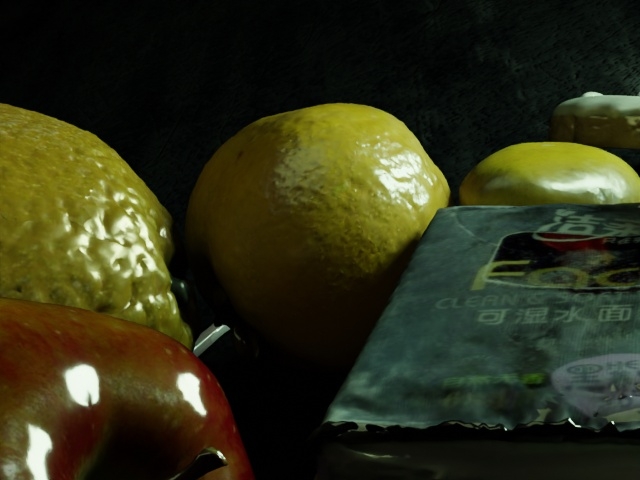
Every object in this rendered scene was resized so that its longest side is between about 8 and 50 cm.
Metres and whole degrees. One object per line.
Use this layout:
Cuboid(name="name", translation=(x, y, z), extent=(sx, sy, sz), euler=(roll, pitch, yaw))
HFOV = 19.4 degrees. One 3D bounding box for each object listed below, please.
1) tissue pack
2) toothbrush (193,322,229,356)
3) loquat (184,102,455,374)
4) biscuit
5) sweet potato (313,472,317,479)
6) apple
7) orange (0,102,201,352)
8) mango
Cuboid(name="tissue pack", translation=(0.161, 0.079, 1.125), extent=(0.259, 0.122, 0.361), euler=(0, 22, 16))
Cuboid(name="toothbrush", translation=(-0.115, 0.096, 1.470), extent=(0.014, 0.017, 0.194), euler=(5, 26, 33))
Cuboid(name="loquat", translation=(0.000, 0.000, 1.370), extent=(0.208, 0.208, 0.208), euler=(-14, 20, 5))
Cuboid(name="biscuit", translation=(0.283, -0.096, 1.514), extent=(0.208, 0.049, 0.181), euler=(-4, 7, -38))
Cuboid(name="sweet potato", translation=(0.027, 0.140, 1.176), extent=(0.051, 0.065, 0.218), euler=(-7, 19, 12))
Cuboid(name="apple", translation=(-0.186, 0.169, 0.972), extent=(0.317, 0.288, 0.288), euler=(-19, 16, 33))
Cuboid(name="orange", translation=(-0.265, 0.053, 1.290), extent=(0.357, 0.322, 0.322), euler=(-4, 21, 6))
Cuboid(name="mango", translation=(0.168, -0.024, 1.394), extent=(0.137, 0.098, 0.195), euler=(15, 11, 35))
